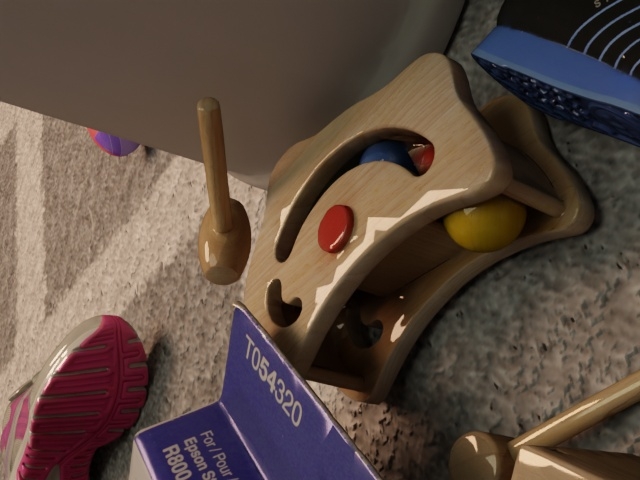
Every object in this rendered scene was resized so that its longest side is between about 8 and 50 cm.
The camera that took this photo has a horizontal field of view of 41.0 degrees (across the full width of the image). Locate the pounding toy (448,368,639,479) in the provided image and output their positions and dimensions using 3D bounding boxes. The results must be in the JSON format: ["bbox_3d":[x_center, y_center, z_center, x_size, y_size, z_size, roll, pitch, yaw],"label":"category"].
[{"bbox_3d":[0.113,0.128,0.353,0.206,0.094,0.181,15,91,54],"label":"pounding toy"}]

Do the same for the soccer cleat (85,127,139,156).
[{"bbox_3d":[-0.199,-0.211,0.903,0.095,0.083,0.248,-20,60,44],"label":"soccer cleat"}]

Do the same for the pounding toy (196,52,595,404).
[{"bbox_3d":[0.000,0.000,0.494,0.269,0.154,0.154,-29,52,45],"label":"pounding toy"}]

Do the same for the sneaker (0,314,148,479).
[{"bbox_3d":[-0.251,0.161,0.823,0.252,0.102,0.111,-58,41,22],"label":"sneaker"}]

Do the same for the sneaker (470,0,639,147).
[{"bbox_3d":[0.165,-0.079,0.365,0.090,0.081,0.232,-57,44,6],"label":"sneaker"}]

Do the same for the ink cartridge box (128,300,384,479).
[{"bbox_3d":[-0.029,0.252,0.430,0.324,0.071,0.330,44,132,51],"label":"ink cartridge box"}]

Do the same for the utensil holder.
[{"bbox_3d":[-0.139,-0.231,0.566,0.327,0.385,0.328,-21,63,48],"label":"utensil holder"}]
